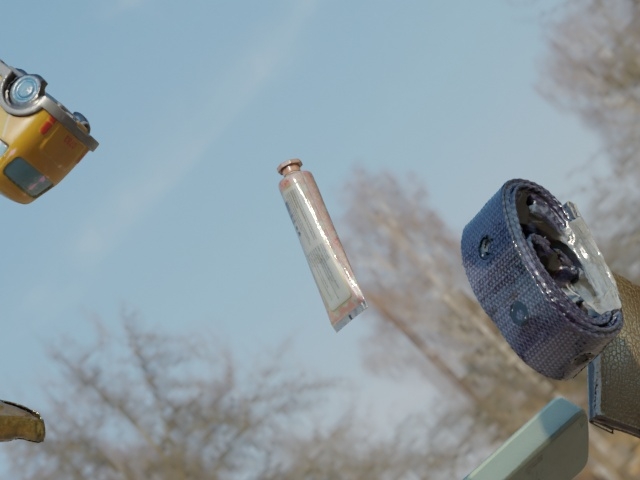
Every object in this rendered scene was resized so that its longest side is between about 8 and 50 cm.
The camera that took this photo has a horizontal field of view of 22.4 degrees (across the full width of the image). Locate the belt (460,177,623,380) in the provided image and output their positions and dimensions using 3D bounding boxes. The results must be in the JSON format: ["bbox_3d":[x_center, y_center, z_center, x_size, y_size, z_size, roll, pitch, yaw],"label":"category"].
[{"bbox_3d":[0.254,0.050,1.894,0.139,0.230,0.126,-3,-35,-39],"label":"belt"}]

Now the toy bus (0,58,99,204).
[{"bbox_3d":[-0.364,-0.135,1.800,0.136,0.209,0.126,-51,-28,-4],"label":"toy bus"}]

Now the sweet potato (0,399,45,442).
[{"bbox_3d":[-0.484,0.222,1.987,0.285,0.112,0.085,12,-68,-22],"label":"sweet potato"}]

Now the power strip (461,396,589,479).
[{"bbox_3d":[0.284,0.363,2.297,0.265,0.059,0.194,-35,-47,-33],"label":"power strip"}]

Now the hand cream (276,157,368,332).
[{"bbox_3d":[0.000,0.000,1.880,0.043,0.210,0.067,-3,-26,-42],"label":"hand cream"}]

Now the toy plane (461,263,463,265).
[{"bbox_3d":[0.213,0.005,2.090,0.084,0.024,0.078,-47,-1,-42],"label":"toy plane"}]

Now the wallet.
[{"bbox_3d":[0.411,0.154,2.161,0.039,0.133,0.243,-49,29,47],"label":"wallet"}]
